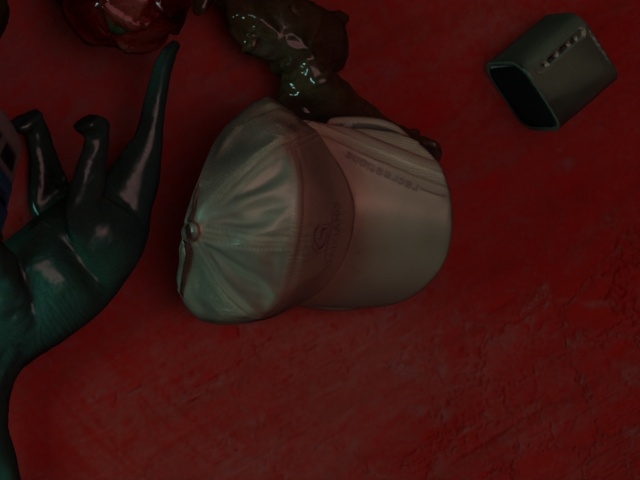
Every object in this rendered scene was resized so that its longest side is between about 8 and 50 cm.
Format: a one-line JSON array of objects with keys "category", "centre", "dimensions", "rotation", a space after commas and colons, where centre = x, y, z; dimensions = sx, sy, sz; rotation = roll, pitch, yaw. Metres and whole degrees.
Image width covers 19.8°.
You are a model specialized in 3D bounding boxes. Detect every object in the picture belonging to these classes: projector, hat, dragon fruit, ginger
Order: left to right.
[{"category": "dragon fruit", "centre": [-0.171, -0.223, 1.574], "dimensions": [0.121, 0.142, 0.130], "rotation": [-34, 102, -10]}, {"category": "ginger", "centre": [-0.003, -0.151, 1.687], "dimensions": [0.290, 0.084, 0.122], "rotation": [50, 53, -13]}, {"category": "hat", "centre": [0.000, 0.000, 1.622], "dimensions": [0.226, 0.164, 0.219], "rotation": [12, 108, 5]}, {"category": "projector", "centre": [0.223, -0.162, 1.764], "dimensions": [0.082, 0.083, 0.083], "rotation": [-40, 106, -15]}]

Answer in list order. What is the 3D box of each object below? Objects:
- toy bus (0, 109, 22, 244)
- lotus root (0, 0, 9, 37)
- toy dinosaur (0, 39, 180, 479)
[{"category": "toy bus", "centre": [-0.392, -0.063, 1.441], "dimensions": [0.297, 0.106, 0.131], "rotation": [13, 73, 9]}, {"category": "lotus root", "centre": [-0.420, -0.250, 1.442], "dimensions": [0.397, 0.196, 0.179], "rotation": [32, 60, -16]}, {"category": "toy dinosaur", "centre": [-0.208, 0.061, 1.611], "dimensions": [0.383, 0.129, 0.331], "rotation": [-34, 115, -18]}]
